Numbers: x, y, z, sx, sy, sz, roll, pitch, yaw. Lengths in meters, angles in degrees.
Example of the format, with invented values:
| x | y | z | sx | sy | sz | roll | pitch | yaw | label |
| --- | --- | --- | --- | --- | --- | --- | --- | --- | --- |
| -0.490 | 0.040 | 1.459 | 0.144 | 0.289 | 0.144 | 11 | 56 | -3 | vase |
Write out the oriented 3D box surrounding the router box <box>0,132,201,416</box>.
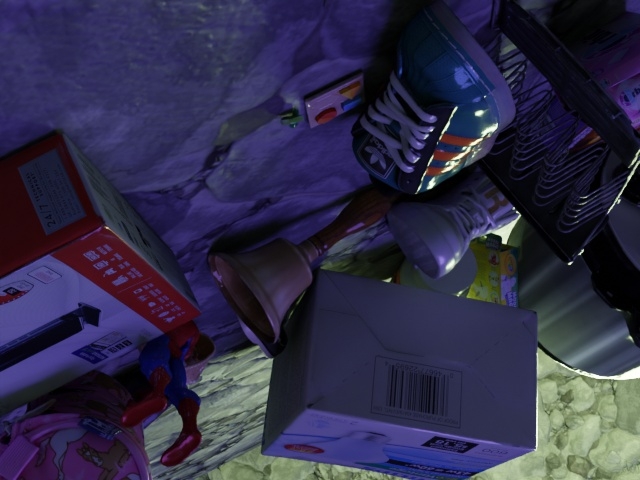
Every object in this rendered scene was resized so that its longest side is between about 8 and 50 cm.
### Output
| x | y | z | sx | sy | sz | roll | pitch | yaw | label |
| --- | --- | --- | --- | --- | --- | --- | --- | --- | --- |
| -0.283 | 0.066 | 0.762 | 0.301 | 0.082 | 0.335 | -27 | 165 | -3 | router box |

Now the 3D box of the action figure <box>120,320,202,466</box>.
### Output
| x | y | z | sx | sy | sz | roll | pitch | yaw | label |
| --- | --- | --- | --- | --- | --- | --- | --- | --- | --- |
| -0.199 | 0.147 | 0.963 | 0.139 | 0.091 | 0.280 | -33 | -158 | 8 | action figure |

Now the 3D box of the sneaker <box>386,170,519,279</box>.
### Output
| x | y | z | sx | sy | sz | roll | pitch | yaw | label |
| --- | --- | --- | --- | --- | --- | --- | --- | --- | --- |
| 0.180 | -0.036 | 1.153 | 0.169 | 0.108 | 0.292 | -31 | -178 | 2 | sneaker |

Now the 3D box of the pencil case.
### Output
| x | y | z | sx | sy | sz | roll | pitch | yaw | label |
| --- | --- | --- | --- | --- | --- | --- | --- | --- | --- |
| -0.275 | 0.245 | 1.012 | 0.160 | 0.167 | 0.386 | -1 | 178 | -12 | pencil case |

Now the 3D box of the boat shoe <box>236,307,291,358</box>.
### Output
| x | y | z | sx | sy | sz | roll | pitch | yaw | label |
| --- | --- | --- | --- | --- | --- | --- | --- | --- | --- |
| -0.070 | 0.125 | 1.327 | 0.065 | 0.075 | 0.206 | -26 | 160 | 3 | boat shoe |

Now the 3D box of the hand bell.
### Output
| x | y | z | sx | sy | sz | roll | pitch | yaw | label |
| --- | --- | --- | --- | --- | --- | --- | --- | --- | --- |
| 0.000 | 0.000 | 1.052 | 0.242 | 0.126 | 0.126 | -37 | 168 | -20 | hand bell |

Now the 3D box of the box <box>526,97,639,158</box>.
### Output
| x | y | z | sx | sy | sz | roll | pitch | yaw | label |
| --- | --- | --- | --- | --- | --- | --- | --- | --- | --- |
| 0.414 | -0.215 | 1.085 | 0.201 | 0.057 | 0.293 | -18 | 161 | -35 | box |

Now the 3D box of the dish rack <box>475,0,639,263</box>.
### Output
| x | y | z | sx | sy | sz | roll | pitch | yaw | label |
| --- | --- | --- | --- | --- | --- | --- | --- | --- | --- |
| 0.210 | -0.102 | 0.850 | 0.074 | 0.208 | 0.271 | -38 | 164 | -3 | dish rack |

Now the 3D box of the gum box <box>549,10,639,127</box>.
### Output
| x | y | z | sx | sy | sz | roll | pitch | yaw | label |
| --- | --- | --- | --- | --- | --- | --- | --- | --- | --- |
| 0.297 | -0.166 | 0.880 | 0.107 | 0.062 | 0.188 | -30 | -165 | 10 | gum box |

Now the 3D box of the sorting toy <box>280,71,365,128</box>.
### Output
| x | y | z | sx | sy | sz | roll | pitch | yaw | label |
| --- | --- | --- | --- | --- | --- | --- | --- | --- | --- |
| 0.003 | -0.116 | 0.791 | 0.083 | 0.012 | 0.062 | -27 | 165 | -4 | sorting toy |

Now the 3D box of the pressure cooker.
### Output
| x | y | z | sx | sy | sz | roll | pitch | yaw | label |
| --- | --- | --- | --- | --- | --- | --- | --- | --- | --- |
| 0.525 | 0.010 | 1.418 | 0.376 | 0.369 | 0.420 | -20 | 162 | -21 | pressure cooker |

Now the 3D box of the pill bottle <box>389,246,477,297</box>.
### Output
| x | y | z | sx | sy | sz | roll | pitch | yaw | label |
| --- | --- | --- | --- | --- | --- | --- | --- | --- | --- |
| 0.185 | 0.077 | 1.515 | 0.121 | 0.121 | 0.221 | -23 | 164 | -17 | pill bottle |

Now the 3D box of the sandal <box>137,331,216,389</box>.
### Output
| x | y | z | sx | sy | sz | roll | pitch | yaw | label |
| --- | --- | --- | --- | --- | --- | --- | --- | --- | --- |
| -0.182 | 0.158 | 1.219 | 0.079 | 0.088 | 0.240 | -25 | 159 | -4 | sandal |

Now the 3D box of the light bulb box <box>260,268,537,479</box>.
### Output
| x | y | z | sx | sy | sz | roll | pitch | yaw | label |
| --- | --- | --- | --- | --- | --- | --- | --- | --- | --- |
| 0.114 | 0.238 | 1.447 | 0.358 | 0.225 | 0.361 | 12 | 154 | -9 | light bulb box |

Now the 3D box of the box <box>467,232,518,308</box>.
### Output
| x | y | z | sx | sy | sz | roll | pitch | yaw | label |
| --- | --- | --- | --- | --- | --- | --- | --- | --- | --- |
| 0.287 | 0.066 | 1.511 | 0.043 | 0.179 | 0.105 | -15 | -160 | -27 | box |

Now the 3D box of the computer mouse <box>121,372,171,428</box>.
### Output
| x | y | z | sx | sy | sz | roll | pitch | yaw | label |
| --- | --- | --- | --- | --- | --- | --- | --- | --- | --- |
| -0.301 | 0.265 | 1.379 | 0.188 | 0.072 | 0.272 | -41 | 180 | -34 | computer mouse |

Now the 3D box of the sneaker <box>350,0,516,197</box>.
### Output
| x | y | z | sx | sy | sz | roll | pitch | yaw | label |
| --- | --- | --- | --- | --- | --- | --- | --- | --- | --- |
| 0.090 | -0.102 | 0.793 | 0.121 | 0.108 | 0.302 | -36 | 166 | -1 | sneaker |
